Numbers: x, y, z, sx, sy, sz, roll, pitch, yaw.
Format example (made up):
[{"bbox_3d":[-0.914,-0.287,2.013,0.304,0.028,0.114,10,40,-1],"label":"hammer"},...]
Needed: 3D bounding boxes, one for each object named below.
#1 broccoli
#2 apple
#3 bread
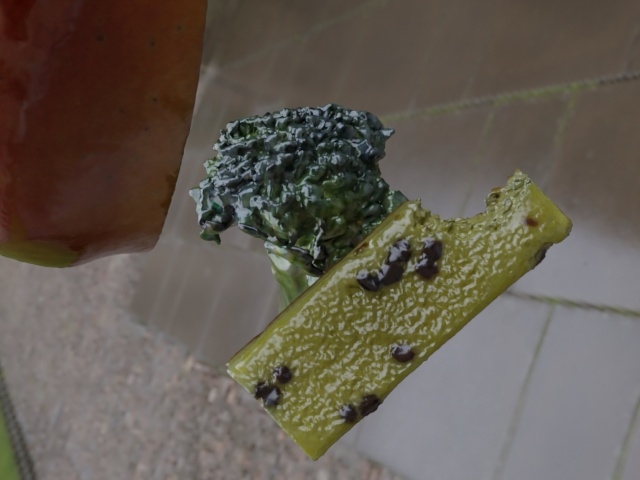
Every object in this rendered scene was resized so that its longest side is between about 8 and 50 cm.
[{"bbox_3d":[0.015,0.000,1.310,0.198,0.275,0.177,9,53,31],"label":"broccoli"},{"bbox_3d":[-0.161,-0.172,0.919,0.329,0.295,0.365,-40,-39,-62],"label":"apple"},{"bbox_3d":[0.050,0.035,0.926,0.226,0.088,0.049,-43,1,0],"label":"bread"}]
